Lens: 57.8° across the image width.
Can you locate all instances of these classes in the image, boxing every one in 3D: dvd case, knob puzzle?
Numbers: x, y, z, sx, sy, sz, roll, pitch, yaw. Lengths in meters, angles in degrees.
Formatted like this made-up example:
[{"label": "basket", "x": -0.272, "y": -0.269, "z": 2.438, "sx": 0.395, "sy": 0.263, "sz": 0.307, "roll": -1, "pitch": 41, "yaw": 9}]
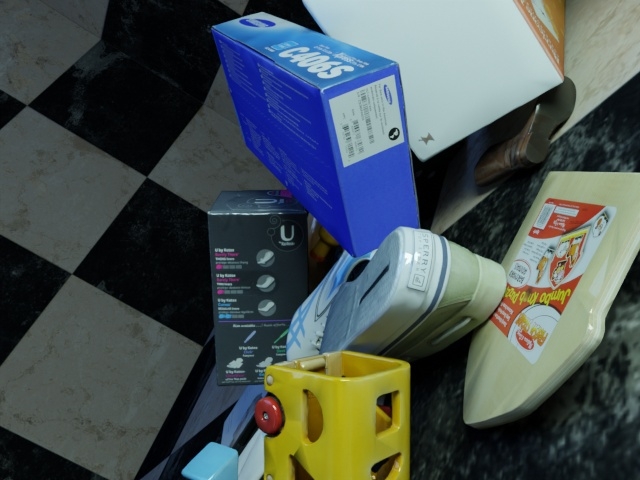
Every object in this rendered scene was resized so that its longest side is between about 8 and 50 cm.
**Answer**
[{"label": "dvd case", "x": -0.113, "y": 0.283, "z": 1.067, "sx": 0.253, "sy": 0.022, "sz": 0.180, "roll": -57, "pitch": 10, "yaw": 6}, {"label": "knob puzzle", "x": 0.155, "y": 0.047, "z": 0.400, "sx": 0.213, "sy": 0.029, "sz": 0.213, "roll": -155, "pitch": 90, "yaw": -89}]

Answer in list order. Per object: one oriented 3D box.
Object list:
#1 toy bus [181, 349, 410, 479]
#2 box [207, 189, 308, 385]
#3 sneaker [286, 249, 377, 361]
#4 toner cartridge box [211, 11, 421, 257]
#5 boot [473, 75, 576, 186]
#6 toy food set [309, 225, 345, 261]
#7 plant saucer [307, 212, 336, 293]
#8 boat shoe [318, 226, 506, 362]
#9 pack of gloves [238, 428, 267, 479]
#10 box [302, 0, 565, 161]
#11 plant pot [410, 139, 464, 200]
[{"label": "toy bus", "x": 0.018, "y": 0.183, "z": 0.439, "sx": 0.104, "sy": 0.202, "sz": 0.191, "roll": 0, "pitch": 46, "yaw": 42}, {"label": "box", "x": -0.089, "y": 0.068, "z": 0.901, "sx": 0.165, "sy": 0.143, "sz": 0.271, "roll": -101, "pitch": 11, "yaw": -74}, {"label": "sneaker", "x": 0.024, "y": 0.098, "z": 0.774, "sx": 0.237, "sy": 0.085, "sz": 0.086, "roll": -59, "pitch": 16, "yaw": 17}, {"label": "toner cartridge box", "x": -0.021, "y": -0.136, "z": 0.627, "sx": 0.075, "sy": 0.165, "sz": 0.348, "roll": -21, "pitch": 34, "yaw": -14}, {"label": "boot", "x": 0.211, "y": -0.111, "z": 0.614, "sx": 0.106, "sy": 0.037, "sz": 0.114, "roll": -58, "pitch": 5, "yaw": -11}, {"label": "toy food set", "x": 0.052, "y": -0.035, "z": 0.945, "sx": 0.105, "sy": 0.111, "sz": 0.232, "roll": -55, "pitch": 10, "yaw": 20}, {"label": "plant saucer", "x": 0.000, "y": 0.000, "z": 1.057, "sx": 0.200, "sy": 0.037, "sz": 0.200, "roll": 9, "pitch": -90, "yaw": -80}, {"label": "boat shoe", "x": 0.066, "y": 0.085, "z": 0.552, "sx": 0.302, "sy": 0.094, "sz": 0.109, "roll": 122, "pitch": 164, "yaw": -65}, {"label": "pack of gloves", "x": -0.042, "y": 0.285, "z": 0.701, "sx": 0.232, "sy": 0.046, "sz": 0.195, "roll": -58, "pitch": 20, "yaw": 23}, {"label": "box", "x": 0.156, "y": -0.287, "z": 0.677, "sx": 0.168, "sy": 0.215, "sz": 0.345, "roll": -28, "pitch": 21, "yaw": 36}, {"label": "plant pot", "x": 0.089, "y": -0.149, "z": 0.832, "sx": 0.188, "sy": 0.167, "sz": 0.187, "roll": -6, "pitch": -39, "yaw": -50}]
